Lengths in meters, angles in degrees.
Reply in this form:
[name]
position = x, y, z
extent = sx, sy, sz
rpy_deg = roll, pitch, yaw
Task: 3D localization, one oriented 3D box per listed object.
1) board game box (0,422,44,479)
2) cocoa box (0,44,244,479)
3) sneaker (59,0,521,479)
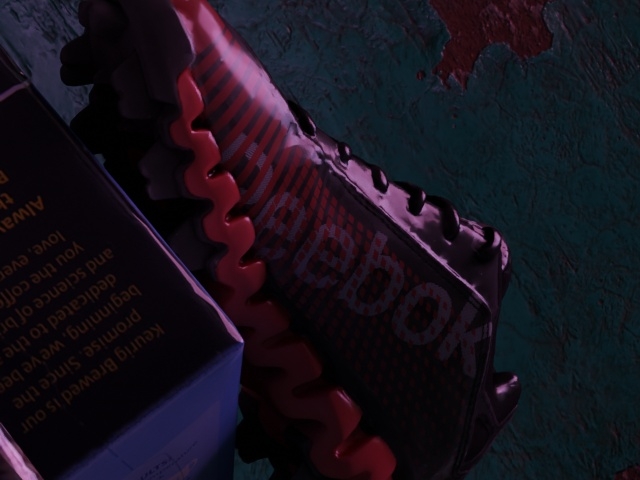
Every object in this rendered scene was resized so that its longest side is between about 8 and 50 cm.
[board game box]
position = -0.210, 0.067, 0.414
extent = 0.141, 0.232, 0.291
rpy_deg = 54, -17, -6
[cocoa box]
position = -0.228, 0.093, 0.731
extent = 0.228, 0.347, 0.231
rpy_deg = 49, -17, 14
[sneaker]
position = 0.000, 0.000, 0.769
extent = 0.097, 0.135, 0.276
rpy_deg = 33, -26, 59
